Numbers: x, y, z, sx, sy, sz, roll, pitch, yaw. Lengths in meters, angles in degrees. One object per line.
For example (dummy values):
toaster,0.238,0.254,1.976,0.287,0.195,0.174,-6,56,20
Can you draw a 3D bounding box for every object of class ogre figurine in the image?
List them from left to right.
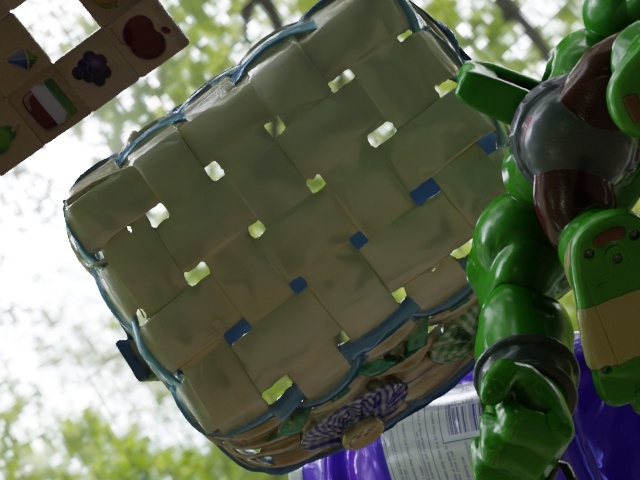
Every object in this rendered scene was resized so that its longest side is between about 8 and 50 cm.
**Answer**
ogre figurine,0.092,-0.031,0.422,0.096,0.118,0.197,2,-73,-5

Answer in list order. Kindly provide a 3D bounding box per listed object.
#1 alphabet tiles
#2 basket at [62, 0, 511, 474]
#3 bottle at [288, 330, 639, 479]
alphabet tiles,-0.228,-0.161,0.834,0.198,0.237,0.009,-32,18,17
basket,0.000,0.000,0.707,0.254,0.201,0.289,-36,-2,5
bottle,0.082,0.133,0.828,0.092,0.118,0.283,-18,-4,-36
